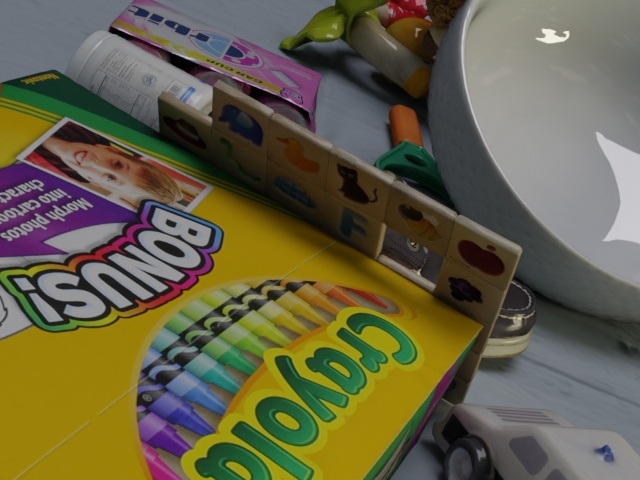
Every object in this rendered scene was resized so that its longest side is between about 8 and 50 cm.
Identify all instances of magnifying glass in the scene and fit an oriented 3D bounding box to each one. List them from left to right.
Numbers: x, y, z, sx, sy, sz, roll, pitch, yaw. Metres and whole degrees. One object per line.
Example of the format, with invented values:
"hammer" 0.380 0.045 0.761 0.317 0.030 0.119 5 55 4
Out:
"magnifying glass" 0.085 -0.074 1.209 0.092 0.026 0.231 20 23 -11

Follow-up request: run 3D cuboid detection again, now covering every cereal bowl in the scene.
"cereal bowl" 0.235 -0.077 1.135 0.338 0.141 0.339 11 60 -20

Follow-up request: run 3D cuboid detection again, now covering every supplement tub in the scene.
"supplement tub" -0.138 -0.109 1.011 0.107 0.071 0.071 29 24 11

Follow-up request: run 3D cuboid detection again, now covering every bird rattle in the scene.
"bird rattle" 0.078 -0.218 1.444 0.207 0.143 0.253 46 16 17

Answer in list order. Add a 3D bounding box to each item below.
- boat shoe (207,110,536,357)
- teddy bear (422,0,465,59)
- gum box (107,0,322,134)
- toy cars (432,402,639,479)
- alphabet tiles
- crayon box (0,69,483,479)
"boat shoe" 0.031 -0.006 0.928 0.285 0.092 0.103 24 24 0
"teddy bear" 0.221 -0.159 1.359 0.338 0.113 0.245 33 32 -37
"gum box" -0.090 -0.134 1.117 0.188 0.062 0.107 23 24 -4
"toy cars" 0.126 0.176 0.646 0.176 0.087 0.394 27 23 3
"alphabet tiles" 0.000 0.000 0.800 0.237 0.198 0.009 30 61 13
"crayon box" -0.117 0.053 0.644 0.313 0.106 0.363 30 24 11
